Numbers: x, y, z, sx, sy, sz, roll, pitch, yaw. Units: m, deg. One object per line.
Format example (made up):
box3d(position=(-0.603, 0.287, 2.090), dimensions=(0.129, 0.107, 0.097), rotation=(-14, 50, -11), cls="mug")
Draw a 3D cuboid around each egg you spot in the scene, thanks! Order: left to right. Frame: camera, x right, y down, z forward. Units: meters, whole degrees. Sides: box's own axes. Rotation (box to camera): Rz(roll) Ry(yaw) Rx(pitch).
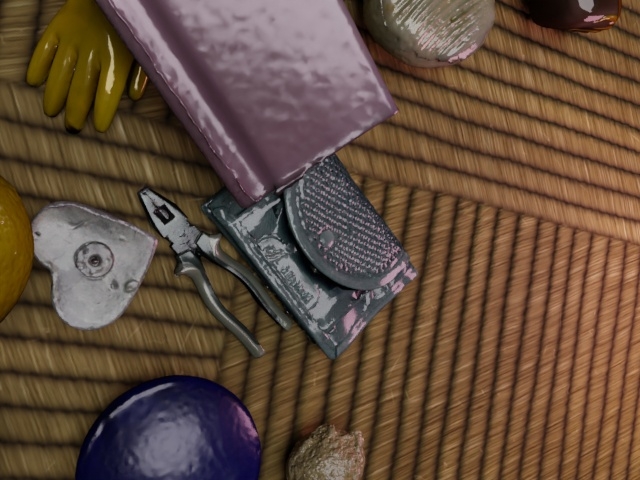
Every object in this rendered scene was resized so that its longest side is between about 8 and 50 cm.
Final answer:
box3d(position=(0.011, 0.365, 0.936), dimensions=(0.140, 0.116, 0.118), rotation=(-22, 127, -20), cls="egg")

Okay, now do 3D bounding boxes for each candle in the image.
box3d(position=(-0.318, 0.026, 0.828), dimensions=(0.168, 0.068, 0.192), rotation=(-22, 102, -19), cls="candle")

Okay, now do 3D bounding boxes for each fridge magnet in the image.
box3d(position=(-0.218, 0.330, 0.846), dimensions=(0.265, 0.112, 0.266), rotation=(0, 90, -22), cls="fridge magnet")

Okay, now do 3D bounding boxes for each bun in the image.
box3d(position=(0.178, -0.411, 0.986), dimensions=(0.238, 0.141, 0.239), rotation=(-2, 97, -19), cls="bun")

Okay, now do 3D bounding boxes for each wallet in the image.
box3d(position=(0.000, 0.000, 0.955), dimensions=(0.237, 0.075, 0.342), rotation=(-43, 104, -19), cls="wallet")

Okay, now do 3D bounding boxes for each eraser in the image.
box3d(position=(-0.096, -0.263, 0.775), dimensions=(0.272, 0.122, 0.359), rotation=(-35, 112, 0), cls="eraser")

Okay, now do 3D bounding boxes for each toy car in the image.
box3d(position=(0.430, -0.516, 1.046), dimensions=(0.340, 0.271, 0.241), rotation=(0, 110, -19), cls="toy car")

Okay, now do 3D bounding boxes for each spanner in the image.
box3d(position=(-0.172, 0.047, 0.902), dimensions=(0.095, 0.040, 0.325), rotation=(-43, 106, -17), cls="spanner")

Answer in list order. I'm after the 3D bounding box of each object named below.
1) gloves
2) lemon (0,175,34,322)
box3d(position=(-0.313, -0.294, 0.826), dimensions=(0.133, 0.116, 0.295), rotation=(24, 90, 8), cls="gloves")
box3d(position=(-0.472, 0.017, 0.664), dimensions=(0.267, 0.267, 0.268), rotation=(0, 90, -22), cls="lemon")
